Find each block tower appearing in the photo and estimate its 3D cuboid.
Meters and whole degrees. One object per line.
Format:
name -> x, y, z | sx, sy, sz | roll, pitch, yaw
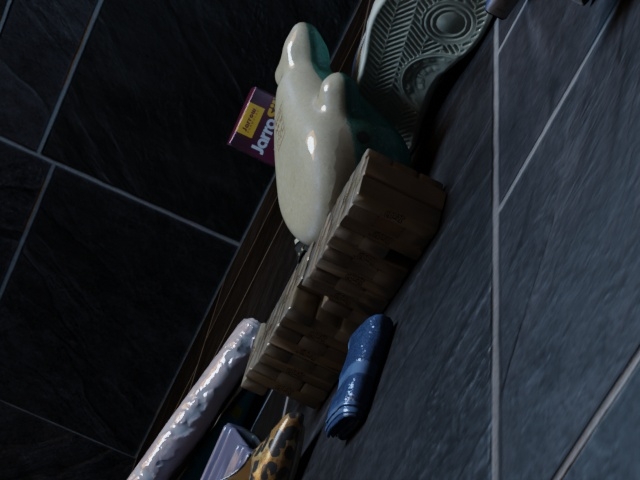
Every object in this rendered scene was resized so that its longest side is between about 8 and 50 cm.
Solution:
block tower -> 0.022, 0.047, 1.694 | 0.335, 0.097, 0.091 | -57, 11, 44

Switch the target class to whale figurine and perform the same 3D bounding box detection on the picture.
whale figurine -> 0.021, -0.120, 1.842 | 0.216, 0.141, 0.272 | 110, 152, -53

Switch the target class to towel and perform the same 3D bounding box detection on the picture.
towel -> -0.188, 0.271, 2.376 | 0.332, 0.053, 0.317 | -55, -3, -9
towel -> 0.036, 0.130, 1.546 | 0.067, 0.029, 0.119 | 125, 168, -55

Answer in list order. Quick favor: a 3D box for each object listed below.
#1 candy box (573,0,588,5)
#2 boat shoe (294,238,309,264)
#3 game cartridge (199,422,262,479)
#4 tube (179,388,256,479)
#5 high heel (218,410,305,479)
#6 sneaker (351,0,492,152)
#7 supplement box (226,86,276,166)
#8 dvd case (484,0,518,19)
candy box -> 0.243, -0.313, 1.293 | 0.196, 0.070, 0.165 | 126, 166, -58
boat shoe -> 0.002, 0.000, 2.265 | 0.133, 0.049, 0.042 | 138, 128, -59
game cartridge -> -0.133, 0.353, 1.995 | 0.230, 0.068, 0.355 | -62, 6, -5
tube -> -0.142, 0.290, 2.371 | 0.207, 0.052, 0.080 | -60, 13, -1
high heel -> -0.136, 0.268, 1.734 | 0.093, 0.186, 0.261 | -84, 19, -71
sneaker -> 0.112, -0.253, 1.879 | 0.350, 0.131, 0.148 | 121, 166, -47
supplement box -> -0.043, -0.158, 2.535 | 0.081, 0.188, 0.104 | -147, 81, -83
dvd case -> 0.201, -0.307, 1.213 | 0.253, 0.022, 0.180 | 123, 168, -52
